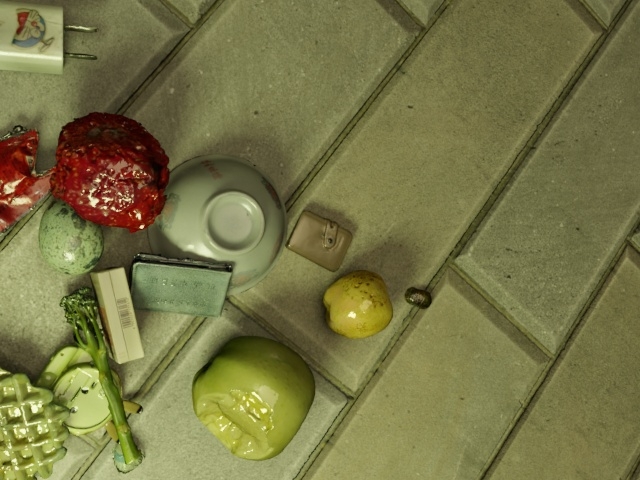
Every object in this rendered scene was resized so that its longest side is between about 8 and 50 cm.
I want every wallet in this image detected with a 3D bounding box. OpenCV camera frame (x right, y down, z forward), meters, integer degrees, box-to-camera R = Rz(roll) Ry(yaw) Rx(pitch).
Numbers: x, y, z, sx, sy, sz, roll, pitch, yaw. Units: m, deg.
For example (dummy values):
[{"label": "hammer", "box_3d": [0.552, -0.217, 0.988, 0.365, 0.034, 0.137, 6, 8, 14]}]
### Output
[{"label": "wallet", "box_3d": [0.000, 0.000, 1.763, 0.152, 0.038, 0.118, 26, 82, -17]}, {"label": "wallet", "box_3d": [-0.318, 0.106, 1.577, 0.221, 0.167, 0.036, 9, 41, -14]}]

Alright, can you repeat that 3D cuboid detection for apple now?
[{"label": "apple", "box_3d": [-0.147, 0.345, 1.586, 0.278, 0.279, 0.280, 0, 89, -21]}]

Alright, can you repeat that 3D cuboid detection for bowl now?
[{"label": "bowl", "box_3d": [-0.217, -0.038, 1.619, 0.345, 0.157, 0.346, 0, 89, -20]}]

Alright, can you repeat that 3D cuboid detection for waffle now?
[{"label": "waffle", "box_3d": [-0.679, 0.394, 1.449, 0.309, 0.056, 0.292, 39, 97, -12]}]

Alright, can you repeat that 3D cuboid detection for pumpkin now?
[{"label": "pumpkin", "box_3d": [0.263, 0.154, 1.864, 0.083, 0.028, 0.050, 16, 85, -15]}]

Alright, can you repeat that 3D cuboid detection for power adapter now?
[{"label": "power adapter", "box_3d": [-0.580, -0.429, 1.506, 0.204, 0.125, 0.130, -1, 88, -20]}]

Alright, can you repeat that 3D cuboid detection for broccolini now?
[{"label": "broccolini", "box_3d": [-0.460, 0.283, 1.503, 0.078, 0.074, 0.392, -28, 76, 23]}]

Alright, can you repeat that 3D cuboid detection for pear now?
[{"label": "pear", "box_3d": [0.090, 0.161, 1.737, 0.177, 0.178, 0.178, 0, 89, -21]}]

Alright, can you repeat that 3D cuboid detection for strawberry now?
[{"label": "strawberry", "box_3d": [-0.421, -0.149, 1.490, 0.220, 0.274, 0.274, -22, 99, 23]}]

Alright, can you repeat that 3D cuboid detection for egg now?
[{"label": "egg", "box_3d": [-0.536, -0.010, 1.511, 0.132, 0.132, 0.172, -14, 82, -20]}]

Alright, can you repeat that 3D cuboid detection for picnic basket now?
[{"label": "picnic basket", "box_3d": [-0.435, 0.487, 1.579, 0.065, 0.083, 0.083, -33, 144, -19]}]

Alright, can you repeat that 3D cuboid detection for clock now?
[{"label": "clock", "box_3d": [-0.510, 0.346, 1.545, 0.232, 0.069, 0.170, 36, 77, -16]}]

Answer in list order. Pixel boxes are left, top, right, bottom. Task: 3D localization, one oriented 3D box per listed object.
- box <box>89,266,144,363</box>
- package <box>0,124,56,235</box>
[{"label": "box", "box_3d": [-0.446, 0.158, 1.537, 0.058, 0.141, 0.201, -15, 96, -25]}, {"label": "package", "box_3d": [-0.684, -0.119, 1.493, 0.269, 0.071, 0.194, -34, 86, -14]}]
